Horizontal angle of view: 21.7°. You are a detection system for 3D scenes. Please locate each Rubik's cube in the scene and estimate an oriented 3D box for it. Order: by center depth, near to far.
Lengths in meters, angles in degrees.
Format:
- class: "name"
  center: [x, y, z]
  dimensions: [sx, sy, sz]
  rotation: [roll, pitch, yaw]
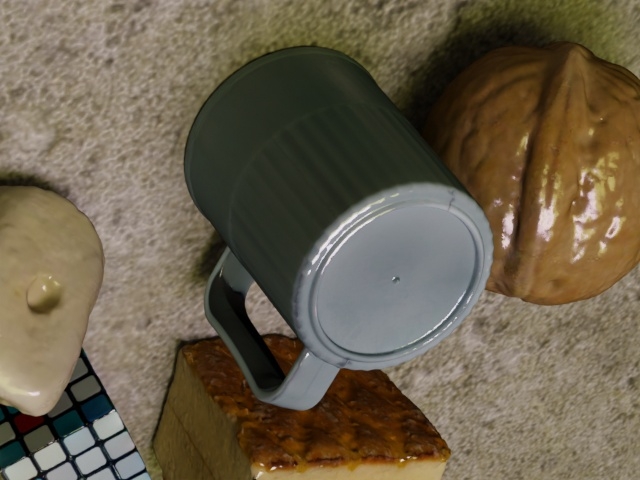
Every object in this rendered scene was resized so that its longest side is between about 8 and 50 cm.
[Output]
- class: "Rubik's cube"
  center: [-0.310, 0.241, 1.989]
  dimensions: [0.154, 0.151, 0.155]
  rotation: [-29, 130, -10]

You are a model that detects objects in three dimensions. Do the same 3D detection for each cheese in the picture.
- class: "cheese"
  center: [-0.362, 0.060, 1.846]
  dimensions: [0.173, 0.251, 0.248]
  rotation: [32, 67, -27]

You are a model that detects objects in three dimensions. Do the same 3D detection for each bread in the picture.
- class: "bread"
  center: [-0.031, 0.269, 2.085]
  dimensions: [0.279, 0.279, 0.207]
  rotation: [-1, 120, -32]

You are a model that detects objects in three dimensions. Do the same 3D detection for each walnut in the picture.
- class: "walnut"
  center: [0.265, -0.084, 1.997]
  dimensions: [0.333, 0.333, 0.333]
  rotation: [-15, 127, -20]

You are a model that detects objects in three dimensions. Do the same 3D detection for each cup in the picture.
- class: "cup"
  center: [-0.007, -0.015, 1.870]
  dimensions: [0.331, 0.311, 0.257]
  rotation: [-36, 131, -2]
